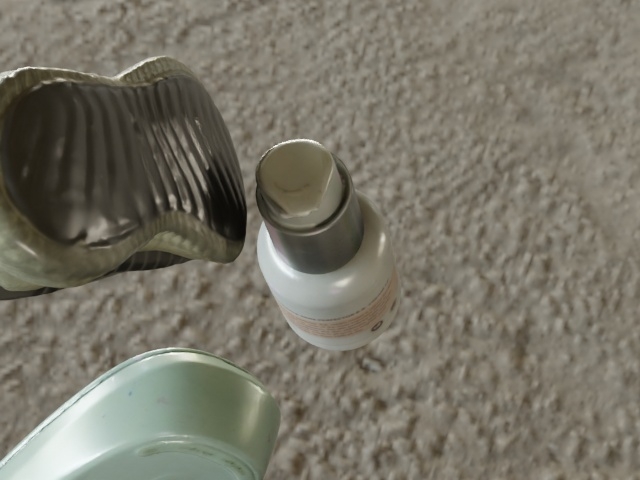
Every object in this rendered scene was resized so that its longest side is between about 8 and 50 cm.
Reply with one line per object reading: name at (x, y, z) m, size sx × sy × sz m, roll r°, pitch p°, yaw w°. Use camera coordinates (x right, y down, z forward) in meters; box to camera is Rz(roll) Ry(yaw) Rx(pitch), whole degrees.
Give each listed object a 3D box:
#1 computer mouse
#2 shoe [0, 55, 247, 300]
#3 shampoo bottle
computer mouse at (-0.157, 0.172, 0.910) m, size 0.159 × 0.288 × 0.097 m, roll 30°, pitch 33°, yaw -41°
shoe at (-0.113, -0.021, 0.553) m, size 0.112 × 0.099 × 0.227 m, roll -17°, pitch -1°, yaw 18°
shampoo bottle at (0.000, 0.000, 0.675) m, size 0.074 × 0.192 × 0.074 m, roll -4°, pitch 66°, yaw 8°
